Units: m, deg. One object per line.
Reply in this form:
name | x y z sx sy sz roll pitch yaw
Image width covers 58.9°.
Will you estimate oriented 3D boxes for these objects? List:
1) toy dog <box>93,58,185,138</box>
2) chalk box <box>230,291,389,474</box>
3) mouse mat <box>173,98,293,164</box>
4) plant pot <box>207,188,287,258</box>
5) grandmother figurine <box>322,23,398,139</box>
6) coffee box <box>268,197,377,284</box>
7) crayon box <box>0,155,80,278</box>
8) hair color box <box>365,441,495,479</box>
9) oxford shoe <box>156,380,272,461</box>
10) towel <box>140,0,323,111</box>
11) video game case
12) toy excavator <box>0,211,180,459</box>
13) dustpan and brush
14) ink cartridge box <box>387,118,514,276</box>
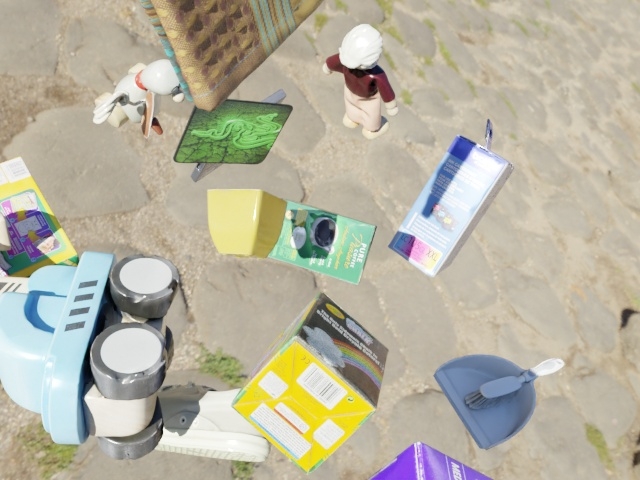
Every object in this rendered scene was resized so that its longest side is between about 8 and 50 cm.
toy dog | -0.383 -0.309 1.293 0.161 0.220 0.333 50 -2 -28
chalk box | -0.003 0.231 1.026 0.180 0.179 0.289 42 17 0
mouse mat | -0.153 -0.188 0.999 0.190 0.152 0.007 -6 57 -38
plant pot | -0.100 -0.019 0.752 0.081 0.082 0.083 20 75 -65
grandmother figurine | 0.094 -0.363 1.296 0.208 0.342 0.104 24 76 10
coffee box | 0.000 0.000 1.022 0.184 0.113 0.040 16 7 12
crayon box | -0.634 -0.023 1.168 0.165 0.081 0.278 -28 72 -25
hair color box | 0.143 0.295 0.414 0.339 0.185 0.110 33 30 -16
oxford shoe | -0.278 0.341 1.103 0.169 0.449 0.130 43 48 -48
towel | 0.009 -0.286 0.337 0.040 0.271 0.370 33 71 22
video game case | -0.197 -0.238 1.321 0.196 0.274 0.026 -40 93 -27
toy excavator | -0.462 0.113 0.926 0.445 0.222 0.433 7 41 -12
dustpan and brush | 0.309 0.232 0.915 0.211 0.060 0.147 -8 49 -29
ink cartridge box | 0.365 -0.117 1.479 0.151 0.395 0.270 36 16 15
